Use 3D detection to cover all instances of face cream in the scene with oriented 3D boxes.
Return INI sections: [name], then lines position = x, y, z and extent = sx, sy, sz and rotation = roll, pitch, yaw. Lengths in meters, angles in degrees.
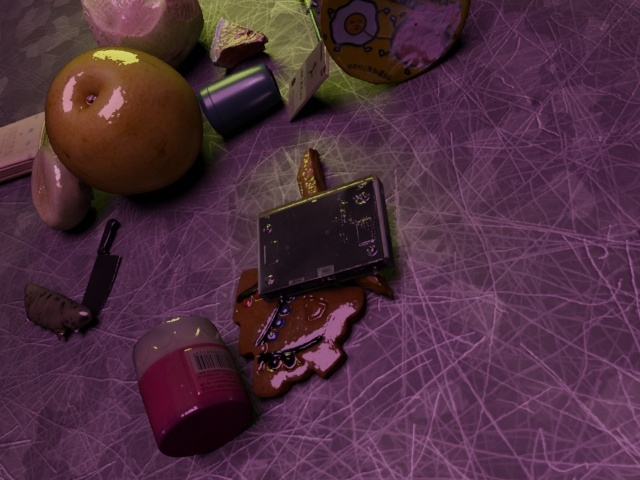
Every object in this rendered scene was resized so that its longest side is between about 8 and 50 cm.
[face cream]
position = -0.234, 0.261, 1.104
extent = 0.175, 0.175, 0.195
rotation = -33, 54, 3

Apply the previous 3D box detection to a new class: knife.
[knife]
position = -0.503, 0.059, 1.434
extent = 0.072, 0.019, 0.245
rotation = 0, 65, 21

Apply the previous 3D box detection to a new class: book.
[book]
position = -0.029, -0.371, 1.408
extent = 0.181, 0.014, 0.127
rotation = -40, 41, 49

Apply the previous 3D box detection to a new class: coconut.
[coconut]
position = -0.455, -0.586, 1.620
extent = 0.297, 0.297, 0.255
rotation = -25, 83, 9

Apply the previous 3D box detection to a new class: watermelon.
[watermelon]
position = -0.207, -0.521, 1.592
extent = 0.158, 0.098, 0.121
rotation = -21, 70, 16

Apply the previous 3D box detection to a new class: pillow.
[pillow]
position = -0.612, 0.166, 1.396
extent = 0.241, 0.051, 0.093
rotation = 17, 77, 29

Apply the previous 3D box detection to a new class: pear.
[pear]
position = -0.444, -0.268, 1.410
extent = 0.348, 0.348, 0.348
rotation = -10, 59, 18

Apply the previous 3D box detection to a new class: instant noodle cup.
[instant noodle cup]
position = 0.133, -0.549, 1.341
extent = 0.325, 0.325, 0.254
rotation = -24, 46, 9

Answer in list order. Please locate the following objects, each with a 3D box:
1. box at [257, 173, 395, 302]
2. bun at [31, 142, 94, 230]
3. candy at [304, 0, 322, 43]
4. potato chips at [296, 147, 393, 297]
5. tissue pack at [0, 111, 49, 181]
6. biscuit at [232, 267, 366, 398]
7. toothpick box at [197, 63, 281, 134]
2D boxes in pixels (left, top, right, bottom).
[box]
position = 0.000, 0.000, 1.163
extent = 0.270, 0.045, 0.211
rotation = -16, 58, 21
[bun]
position = -0.631, -0.134, 1.519
extent = 0.222, 0.127, 0.222
rotation = 3, 94, 49
[candy]
position = -0.026, -0.603, 1.583
extent = 0.077, 0.073, 0.262
rotation = -9, 62, -13
[potato chips]
position = 0.026, -0.035, 1.232
extent = 0.080, 0.057, 0.407
rotation = -34, 54, 10
[tissue pack]
position = -0.903, -0.247, 1.744
extent = 0.325, 0.071, 0.170
rotation = -15, 56, 14
[biscuit]
position = -0.072, 0.150, 1.177
extent = 0.301, 0.043, 0.278
rotation = 36, 80, 34
[toothpick box]
position = -0.189, -0.342, 1.465
extent = 0.184, 0.120, 0.120
rotation = -24, 55, 4
